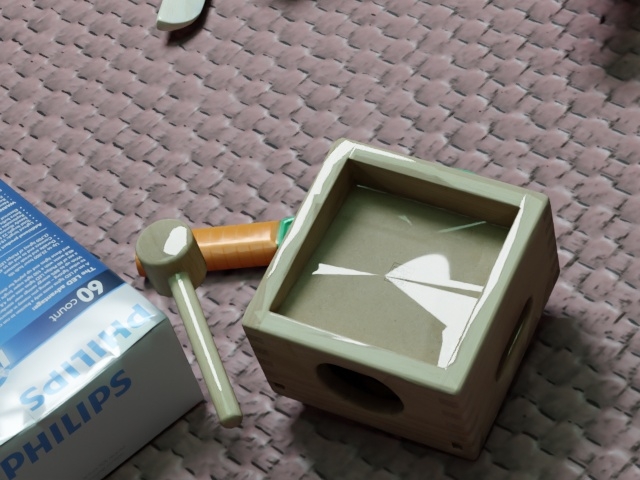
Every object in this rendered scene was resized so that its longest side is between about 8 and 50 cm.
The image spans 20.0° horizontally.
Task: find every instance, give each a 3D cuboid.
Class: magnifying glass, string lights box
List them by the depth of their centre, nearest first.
[{"bbox_3d":[-0.203,0.047,1.085,0.133,0.076,0.260,-37,47,-18],"label":"string lights box"},{"bbox_3d":[0.000,0.000,1.105,0.231,0.026,0.092,-4,46,12],"label":"magnifying glass"}]

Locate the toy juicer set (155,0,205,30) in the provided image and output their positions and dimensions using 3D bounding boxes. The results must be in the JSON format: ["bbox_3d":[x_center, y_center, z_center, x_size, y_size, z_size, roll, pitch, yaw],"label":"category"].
[{"bbox_3d":[0.016,-0.284,1.333,0.329,0.089,0.209,-17,44,2],"label":"toy juicer set"}]

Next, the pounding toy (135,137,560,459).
[{"bbox_3d":[0.001,0.044,0.996,0.206,0.094,0.181,17,64,22],"label":"pounding toy"}]
